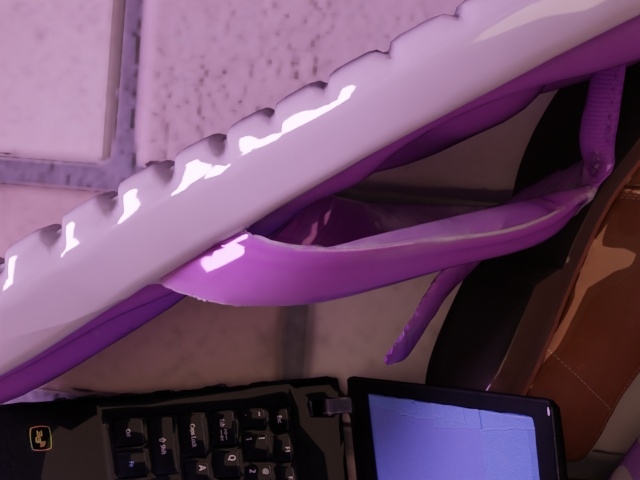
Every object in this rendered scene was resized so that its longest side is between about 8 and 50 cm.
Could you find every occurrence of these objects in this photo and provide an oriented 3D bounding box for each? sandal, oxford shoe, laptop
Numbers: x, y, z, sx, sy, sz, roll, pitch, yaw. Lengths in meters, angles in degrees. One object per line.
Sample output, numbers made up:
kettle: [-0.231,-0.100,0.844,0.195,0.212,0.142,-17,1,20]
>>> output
sandal: [0.006,-0.004,0.572,0.416,0.169,0.102,-25,94,27]
oxford shoe: [0.120,-0.013,0.601,0.076,0.076,0.212,26,95,-21]
laptop: [-0.026,0.177,0.592,0.264,0.136,0.234,-6,90,12]

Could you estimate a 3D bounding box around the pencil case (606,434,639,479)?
pencil case: [0.135,0.128,0.582,0.086,0.088,0.206,31,97,7]
